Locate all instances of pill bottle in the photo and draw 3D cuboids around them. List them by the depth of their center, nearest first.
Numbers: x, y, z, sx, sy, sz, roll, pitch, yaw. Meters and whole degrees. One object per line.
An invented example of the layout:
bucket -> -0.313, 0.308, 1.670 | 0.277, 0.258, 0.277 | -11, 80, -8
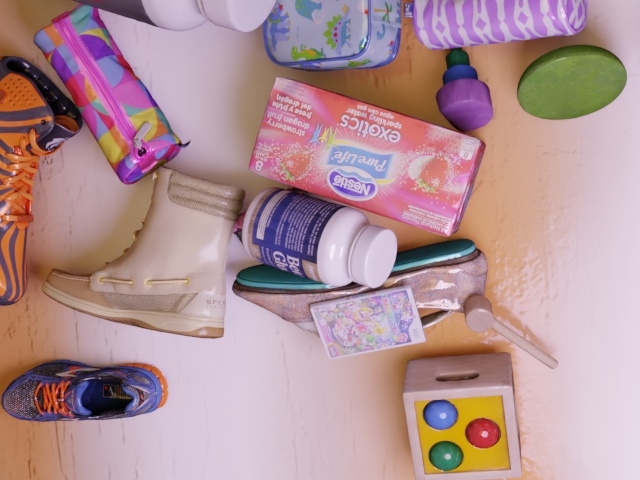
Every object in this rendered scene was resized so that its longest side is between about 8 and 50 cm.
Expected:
pill bottle -> 0.000, 0.000, 1.328 | 0.169, 0.094, 0.094 | 16, 96, 31
pill bottle -> -0.208, -0.351, 1.355 | 0.318, 0.176, 0.176 | 20, 96, 21

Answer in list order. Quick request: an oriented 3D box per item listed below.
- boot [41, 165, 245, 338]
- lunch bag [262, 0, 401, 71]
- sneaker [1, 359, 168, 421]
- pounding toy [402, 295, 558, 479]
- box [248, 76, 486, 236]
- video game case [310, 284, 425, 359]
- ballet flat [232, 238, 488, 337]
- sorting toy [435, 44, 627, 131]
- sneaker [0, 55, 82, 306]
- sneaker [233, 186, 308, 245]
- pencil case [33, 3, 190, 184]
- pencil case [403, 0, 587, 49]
boot -> -0.223, 0.005, 1.439 | 0.261, 0.095, 0.204 | 10, 89, 27
lunch bag -> 0.011, -0.315, 1.366 | 0.176, 0.090, 0.219 | 0, 91, 36
sneaker -> -0.313, 0.196, 1.473 | 0.221, 0.087, 0.083 | -8, 90, 11
pounding toy -> 0.190, 0.176, 1.339 | 0.181, 0.094, 0.206 | -5, 113, 11
box -> 0.058, -0.100, 1.367 | 0.256, 0.128, 0.123 | 19, 96, 9
video game case -> 0.057, 0.098, 1.357 | 0.122, 0.011, 0.087 | -12, 126, 9
ballet flat -> 0.049, 0.073, 1.394 | 0.315, 0.107, 0.106 | -6, 108, 12
sorting toy -> 0.311, -0.231, 1.343 | 0.365, 0.127, 0.126 | -12, 61, 14
sneaker -> -0.390, -0.085, 1.456 | 0.180, 0.124, 0.321 | -14, 90, 12
sneaker -> -0.058, -0.025, 1.435 | 0.119, 0.047, 0.057 | -28, 94, 25
pencil case -> -0.266, -0.184, 1.441 | 0.104, 0.104, 0.236 | -35, 85, 10
pencil case -> 0.206, -0.273, 1.325 | 0.206, 0.086, 0.088 | 1, 84, 31
